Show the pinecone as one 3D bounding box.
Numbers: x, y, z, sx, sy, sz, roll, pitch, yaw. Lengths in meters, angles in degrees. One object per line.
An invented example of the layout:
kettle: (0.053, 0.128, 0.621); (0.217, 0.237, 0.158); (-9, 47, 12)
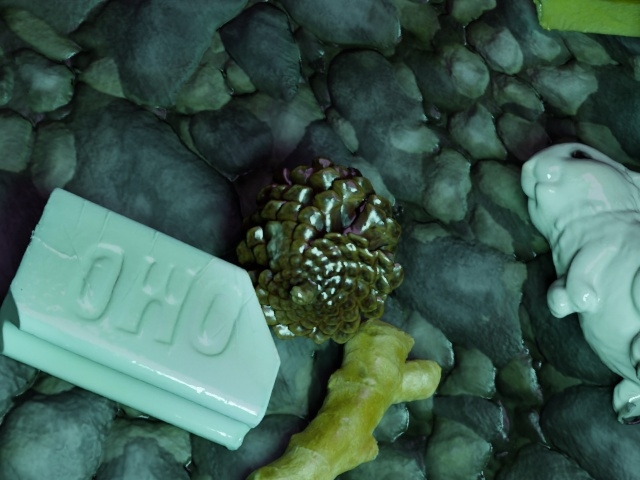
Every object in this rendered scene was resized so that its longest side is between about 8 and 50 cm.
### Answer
pinecone: (-0.001, -0.002, 1.647); (0.185, 0.168, 0.212); (-14, 54, 14)

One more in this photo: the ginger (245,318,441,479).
ginger: (0.016, 0.197, 1.605); (0.118, 0.065, 0.299); (41, 55, 7)

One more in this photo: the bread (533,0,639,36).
bread: (0.491, -0.350, 2.063); (0.245, 0.233, 0.362); (48, 57, 5)

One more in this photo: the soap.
soap: (-0.183, 0.082, 1.559); (0.289, 0.095, 0.173); (24, 54, -10)

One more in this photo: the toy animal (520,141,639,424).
toy animal: (0.385, 0.029, 1.819); (0.258, 0.194, 0.357); (-7, 56, -18)
